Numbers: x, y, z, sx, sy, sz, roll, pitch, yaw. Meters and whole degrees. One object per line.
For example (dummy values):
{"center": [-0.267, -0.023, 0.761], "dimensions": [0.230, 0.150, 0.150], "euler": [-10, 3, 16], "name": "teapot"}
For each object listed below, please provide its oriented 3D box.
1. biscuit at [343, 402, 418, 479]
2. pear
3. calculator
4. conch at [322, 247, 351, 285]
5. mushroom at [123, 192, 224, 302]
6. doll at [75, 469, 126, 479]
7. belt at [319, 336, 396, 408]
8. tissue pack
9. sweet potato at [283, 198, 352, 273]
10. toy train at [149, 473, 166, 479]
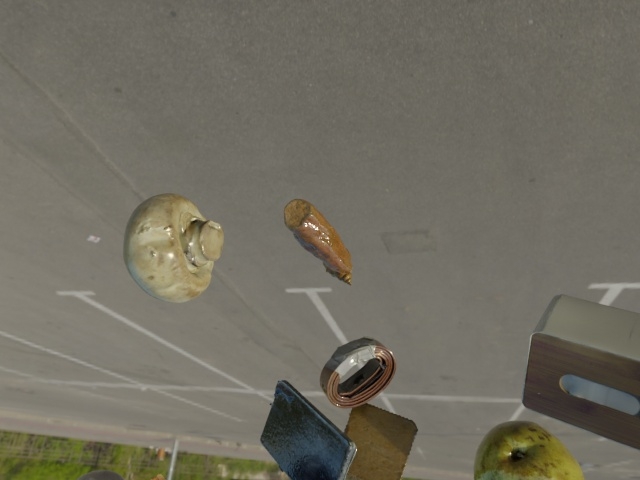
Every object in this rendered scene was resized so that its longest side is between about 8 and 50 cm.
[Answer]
{"center": [0.171, 0.651, 1.553], "dimensions": [0.237, 0.232, 0.013], "euler": [10, 154, 35], "name": "biscuit"}
{"center": [0.577, 0.665, 1.393], "dimensions": [0.304, 0.304, 0.304], "euler": [3, 153, 2], "name": "pear"}
{"center": [-0.038, 0.417, 1.009], "dimensions": [0.021, 0.161, 0.262], "euler": [15, -173, -39], "name": "calculator"}
{"center": [0.044, 0.034, 1.672], "dimensions": [0.093, 0.330, 0.109], "euler": [-16, 136, -6], "name": "conch"}
{"center": [-0.216, 0.010, 0.733], "dimensions": [0.127, 0.166, 0.166], "euler": [-14, 149, 18], "name": "mushroom"}
{"center": [-0.493, 0.553, 0.909], "dimensions": [0.151, 0.151, 0.287], "euler": [-15, -179, 34], "name": "doll"}
{"center": [0.122, 0.439, 1.637], "dimensions": [0.184, 0.261, 0.105], "euler": [55, 172, -12], "name": "belt"}
{"center": [0.465, 0.205, 0.759], "dimensions": [0.246, 0.136, 0.159], "euler": [13, 121, 34], "name": "tissue pack"}
{"center": [0.000, 0.000, 1.254], "dimensions": [0.097, 0.097, 0.251], "euler": [-19, 121, 38], "name": "sweet potato"}
{"center": [-0.303, 0.467, 0.867], "dimensions": [0.044, 0.064, 0.103], "euler": [34, 130, 31], "name": "toy train"}
